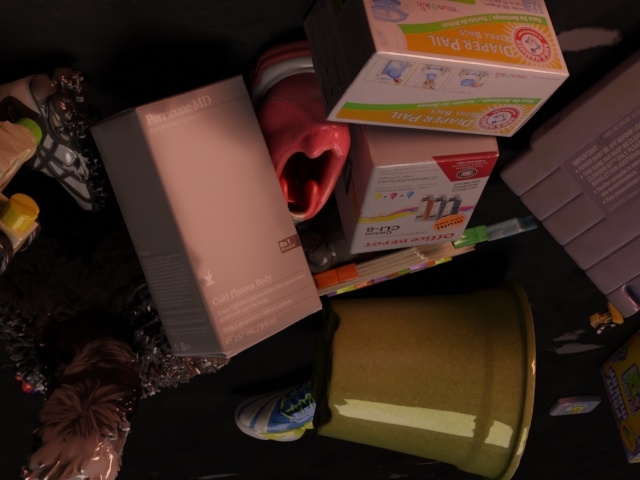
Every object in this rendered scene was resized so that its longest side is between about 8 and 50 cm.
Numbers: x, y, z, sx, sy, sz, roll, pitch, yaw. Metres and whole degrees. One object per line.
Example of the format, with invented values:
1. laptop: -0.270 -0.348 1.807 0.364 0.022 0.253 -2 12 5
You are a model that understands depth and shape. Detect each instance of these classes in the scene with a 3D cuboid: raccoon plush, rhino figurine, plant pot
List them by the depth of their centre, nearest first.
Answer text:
1. raccoon plush: -0.226 0.159 1.351 0.216 0.446 0.299 0 134 14
2. rhino figurine: 0.000 0.000 1.496 0.243 0.073 0.106 -18 156 18
3. plant pot: 0.123 0.178 1.715 0.254 0.276 0.276 6 150 -9

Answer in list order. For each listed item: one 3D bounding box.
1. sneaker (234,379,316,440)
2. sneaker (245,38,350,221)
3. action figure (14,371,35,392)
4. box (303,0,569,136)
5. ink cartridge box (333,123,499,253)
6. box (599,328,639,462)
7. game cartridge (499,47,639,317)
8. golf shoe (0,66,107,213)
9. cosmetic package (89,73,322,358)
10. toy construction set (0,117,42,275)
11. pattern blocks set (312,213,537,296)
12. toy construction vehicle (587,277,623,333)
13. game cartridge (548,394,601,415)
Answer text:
1. sneaker: -0.009 0.227 1.932 0.240 0.091 0.126 -5 133 -12
2. sneaker: -0.054 -0.063 1.288 0.116 0.136 0.314 2 150 -22
3. action figure: -0.374 0.202 1.777 0.038 0.030 0.115 -33 141 25
4. box: 0.105 -0.173 1.167 0.203 0.114 0.103 2 150 -27
5. ink cartridge box: 0.088 -0.086 1.310 0.128 0.127 0.176 -7 153 -11
6. box: 0.647 0.213 2.037 0.290 0.177 0.279 -2 151 -19
7. game cartridge: 0.377 -0.090 1.337 0.355 0.230 0.068 -40 178 42
8. golf shoe: -0.256 -0.094 1.232 0.094 0.077 0.198 -2 146 4
9. cosmetic package: -0.105 -0.023 1.198 0.127 0.237 0.107 -26 -168 -34
10. toy construction set: -0.367 -0.036 1.160 0.215 0.151 0.328 41 136 -6
11. pattern blocks set: 0.080 0.032 1.522 0.285 0.026 0.325 -13 175 -44
12. toy construction vehicle: 0.406 0.070 1.775 0.098 0.085 0.035 -28 142 30
13. game cartridge: 0.452 0.291 2.283 0.083 0.017 0.056 -3 148 -16
